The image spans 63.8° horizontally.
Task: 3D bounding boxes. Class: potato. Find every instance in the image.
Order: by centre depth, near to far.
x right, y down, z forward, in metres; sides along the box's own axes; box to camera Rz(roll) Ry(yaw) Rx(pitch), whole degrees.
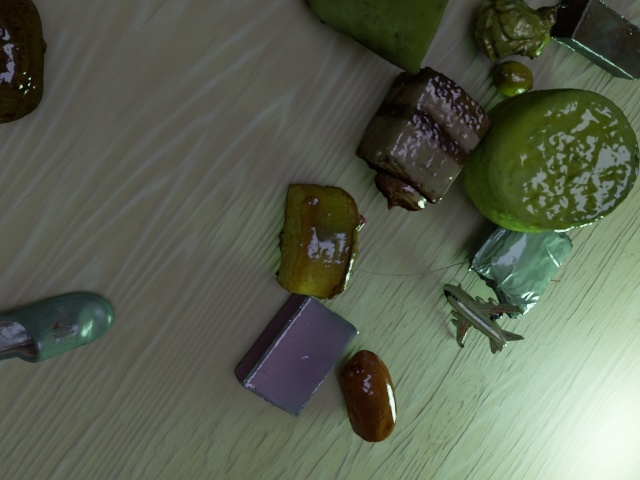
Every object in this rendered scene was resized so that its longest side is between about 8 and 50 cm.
[{"bbox_3d":[0.111,-0.533,0.956,0.280,0.213,0.330,16,83,1],"label":"potato"}]

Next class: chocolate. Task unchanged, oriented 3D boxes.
[{"bbox_3d":[0.758,-0.528,1.365,0.321,0.112,0.112,14,106,-27],"label":"chocolate"}]

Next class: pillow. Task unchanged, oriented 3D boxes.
[{"bbox_3d":[0.554,0.036,1.402,0.283,0.138,0.310,42,82,-28],"label":"pillow"}]

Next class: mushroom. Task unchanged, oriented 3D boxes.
[{"bbox_3d":[-0.542,-0.302,0.813,0.194,0.138,0.231,-8,107,-22],"label":"mushroom"}]

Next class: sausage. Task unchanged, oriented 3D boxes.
[{"bbox_3d":[0.128,0.400,1.314,0.133,0.133,0.258,-20,110,-19],"label":"sausage"}]

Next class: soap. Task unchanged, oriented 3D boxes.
[{"bbox_3d":[-0.054,0.262,1.217,0.181,0.081,0.259,38,85,-27],"label":"soap"}]

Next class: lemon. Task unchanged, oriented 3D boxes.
[{"bbox_3d":[0.482,-0.402,1.284,0.111,0.082,0.082,17,96,-21],"label":"lemon"}]

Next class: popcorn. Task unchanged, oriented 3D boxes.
[{"bbox_3d":[0.463,-0.492,1.200,0.195,0.168,0.173,7,124,-24],"label":"popcorn"}]

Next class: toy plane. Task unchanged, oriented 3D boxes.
[{"bbox_3d":[0.424,0.202,1.391,0.244,0.229,0.092,47,43,2],"label":"toy plane"}]

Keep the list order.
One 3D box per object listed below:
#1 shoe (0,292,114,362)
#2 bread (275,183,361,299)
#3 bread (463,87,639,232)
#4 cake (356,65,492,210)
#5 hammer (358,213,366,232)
[{"bbox_3d":[-0.524,0.174,0.972,0.251,0.100,0.103,-13,108,-18],"label":"shoe"},{"bbox_3d":[0.003,-0.004,1.108,0.160,0.147,0.260,11,85,-18],"label":"bread"},{"bbox_3d":[0.505,-0.169,1.158,0.348,0.308,0.348,2,102,10],"label":"bread"},{"bbox_3d":[0.203,-0.211,1.152,0.199,0.196,0.293,32,93,-26],"label":"cake"},{"bbox_3d":[0.072,-0.027,1.220,0.083,0.043,0.043,-48,117,-5],"label":"hammer"}]
